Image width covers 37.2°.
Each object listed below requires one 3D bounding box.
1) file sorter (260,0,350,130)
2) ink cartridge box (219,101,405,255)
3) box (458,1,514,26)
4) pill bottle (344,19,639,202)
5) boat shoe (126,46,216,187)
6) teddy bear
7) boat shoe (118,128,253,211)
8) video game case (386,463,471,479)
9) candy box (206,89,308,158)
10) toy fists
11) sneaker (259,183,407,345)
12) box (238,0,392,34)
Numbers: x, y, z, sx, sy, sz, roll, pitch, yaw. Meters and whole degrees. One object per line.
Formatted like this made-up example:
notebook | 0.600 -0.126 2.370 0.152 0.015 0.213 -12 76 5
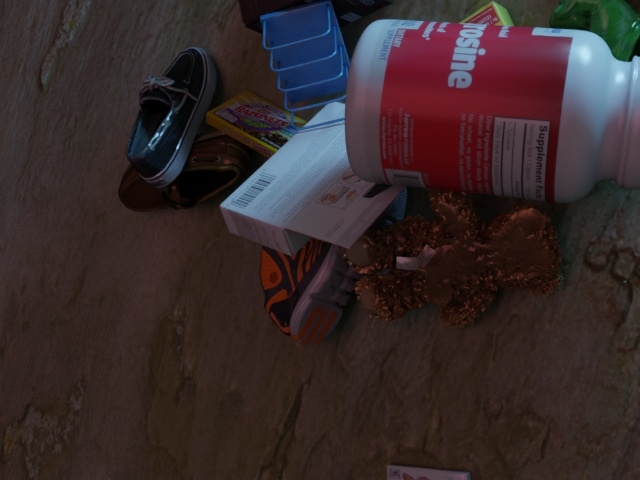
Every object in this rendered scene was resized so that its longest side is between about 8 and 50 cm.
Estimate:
file sorter | -0.017 -0.278 1.533 0.118 0.170 0.105 -12 42 10
ink cartridge box | 0.034 -0.091 1.476 0.261 0.296 0.066 19 142 36
box | 0.285 -0.240 1.445 0.087 0.058 0.232 -28 73 28
pill bottle | 0.254 -0.172 1.282 0.407 0.229 0.229 7 92 16
boat shoe | -0.278 -0.246 1.711 0.113 0.105 0.306 -3 56 33
teddy bear | 0.194 0.023 1.442 0.338 0.113 0.245 -29 95 24
boat shoe | -0.261 -0.113 1.740 0.307 0.110 0.105 -23 40 31
video game case | 0.172 0.441 1.513 0.143 0.019 0.157 -2 86 32
candy box | -0.093 -0.197 1.663 0.205 0.105 0.027 31 138 29
toy fists | 0.412 -0.354 1.348 0.142 0.096 0.279 26 103 31
sneaker | 0.000 0.000 1.583 0.180 0.124 0.321 37 93 44
box | -0.020 -0.450 1.584 0.203 0.168 0.167 -18 78 32
